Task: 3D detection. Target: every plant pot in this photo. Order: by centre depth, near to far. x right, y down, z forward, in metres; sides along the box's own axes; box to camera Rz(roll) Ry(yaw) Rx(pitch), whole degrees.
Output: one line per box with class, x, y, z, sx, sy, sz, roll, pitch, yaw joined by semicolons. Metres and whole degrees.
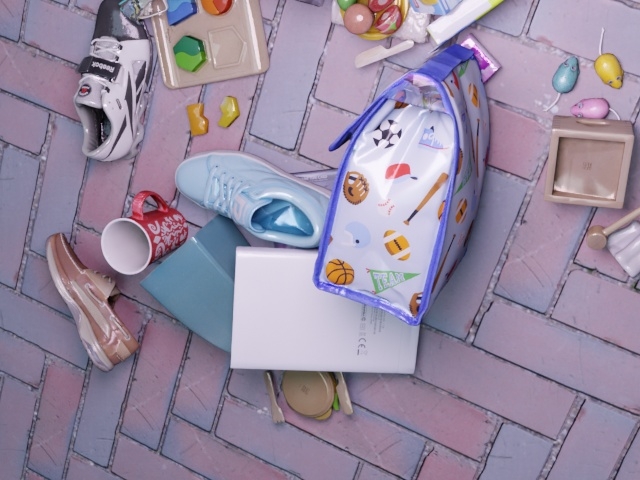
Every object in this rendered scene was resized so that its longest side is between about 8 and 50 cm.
plant pot;-0.199;0.098;1.632;0.165;0.165;0.234;-38;96;24

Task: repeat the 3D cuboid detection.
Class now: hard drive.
hard drive;0.012;0.134;1.542;0.352;0.047;0.233;3;106;-7

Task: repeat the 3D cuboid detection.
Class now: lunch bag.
lunch bag;0.151;-0.117;1.342;0.238;0.328;0.386;19;116;13

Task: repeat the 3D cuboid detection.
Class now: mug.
mug;-0.336;-0.019;1.644;0.113;0.169;0.150;42;113;7

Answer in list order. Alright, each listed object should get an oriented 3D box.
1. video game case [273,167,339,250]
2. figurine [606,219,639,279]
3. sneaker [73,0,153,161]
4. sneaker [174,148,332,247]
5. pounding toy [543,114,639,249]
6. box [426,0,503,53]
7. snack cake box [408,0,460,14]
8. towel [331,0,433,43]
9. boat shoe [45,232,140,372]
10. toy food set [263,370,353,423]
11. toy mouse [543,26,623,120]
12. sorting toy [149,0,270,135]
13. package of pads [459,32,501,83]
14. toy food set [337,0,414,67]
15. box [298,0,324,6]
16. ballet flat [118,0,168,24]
video game case;0.000;0.000;1.603;0.196;0.026;0.275;-4;102;21
figurine;0.620;0.018;1.351;0.209;0.092;0.215;-42;86;16
sneaker;-0.418;-0.316;1.618;0.122;0.146;0.331;8;104;20
sneaker;-0.131;-0.082;1.537;0.365;0.150;0.135;15;107;17
pounding toy;0.471;-0.095;1.372;0.180;0.094;0.206;7;116;14
box;0.251;-0.384;1.366;0.178;0.109;0.042;-32;96;24
snack cake box;0.167;-0.507;1.276;0.152;0.089;0.264;-43;124;-11
towel;0.132;-0.497;1.417;0.187;0.049;0.282;18;109;16
boat shoe;-0.494;0.123;1.783;0.116;0.123;0.325;-27;83;-9
toy food set;-0.022;0.307;1.686;0.192;0.038;0.133;-13;91;28
toy mouse;0.438;-0.251;1.372;0.143;0.031;0.161;-24;94;24
sorting toy;-0.214;-0.365;1.582;0.228;0.041;0.308;-5;101;22
package of pads;0.269;-0.314;1.419;0.083;0.032;0.050;48;119;4
toy food set;0.082;-0.412;1.394;0.128;0.071;0.218;-8;102;23
box;-0.099;-0.617;1.378;0.395;0.097;0.318;36;113;32
ballet flat;-0.297;-0.474;1.548;0.188;0.070;0.070;-28;92;28
